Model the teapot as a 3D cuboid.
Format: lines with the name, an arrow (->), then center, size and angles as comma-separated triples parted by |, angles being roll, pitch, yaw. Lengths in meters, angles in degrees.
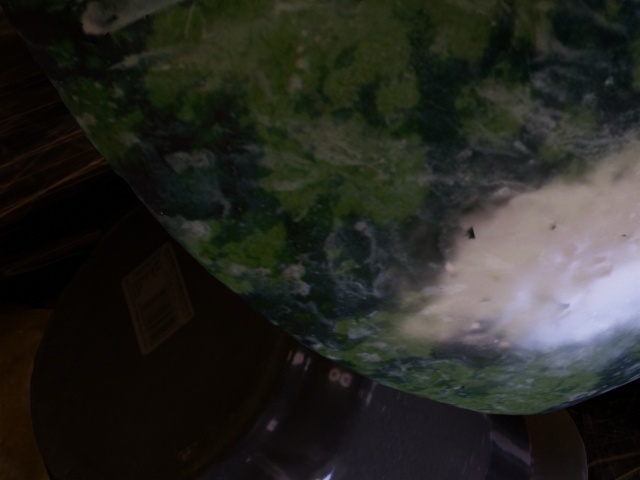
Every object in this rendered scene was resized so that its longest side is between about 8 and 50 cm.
teapot -> -0.008, 0.111, 1.031 | 0.253, 0.300, 0.344 | -53, 135, 1

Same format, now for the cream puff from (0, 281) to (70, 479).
cream puff -> -0.235, 0.143, 1.232 | 0.274, 0.270, 0.323 | -59, 174, 6

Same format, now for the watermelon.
watermelon -> 0.087, -0.069, 0.467 | 0.260, 0.176, 0.256 | -23, 139, 19
